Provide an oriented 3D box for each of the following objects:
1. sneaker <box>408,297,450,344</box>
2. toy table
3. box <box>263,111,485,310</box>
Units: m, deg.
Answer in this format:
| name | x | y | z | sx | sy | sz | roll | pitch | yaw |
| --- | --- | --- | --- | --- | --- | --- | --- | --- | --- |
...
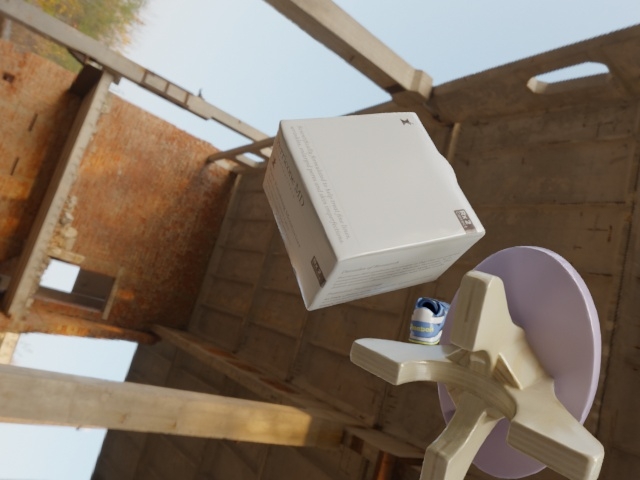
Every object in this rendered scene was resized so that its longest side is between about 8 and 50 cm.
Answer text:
| name | x | y | z | sx | sy | sz | roll | pitch | yaw |
| --- | --- | --- | --- | --- | --- | --- | --- | --- | --- |
| sneaker | 0.181 | 0.117 | 0.738 | 0.053 | 0.144 | 0.059 | 1 | -80 | 27 |
| toy table | 0.176 | 0.146 | 0.498 | 0.252 | 0.161 | 0.274 | 3 | -86 | 44 |
| box | 0.050 | -0.039 | 0.529 | 0.119 | 0.182 | 0.181 | 117 | -42 | -53 |
